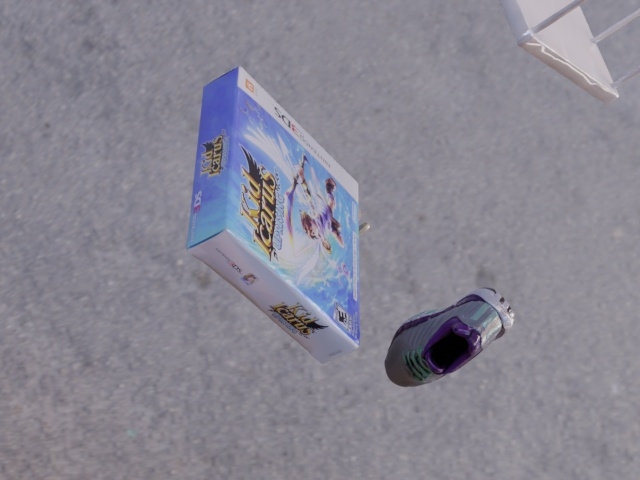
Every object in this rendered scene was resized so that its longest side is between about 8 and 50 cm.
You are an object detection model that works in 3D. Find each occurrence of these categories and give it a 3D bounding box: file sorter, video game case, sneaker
[{"bbox_3d":[0.283,-0.327,1.368,0.193,0.173,0.277,21,44,-49],"label":"file sorter"},{"bbox_3d":[-0.045,-0.032,1.485,0.244,0.061,0.269,42,33,-36],"label":"video game case"},{"bbox_3d":[0.129,0.131,1.529,0.083,0.224,0.098,50,47,2],"label":"sneaker"}]

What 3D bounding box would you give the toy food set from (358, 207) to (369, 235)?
[{"bbox_3d":[0.000,0.000,1.701,0.132,0.192,0.038,-35,113,-3],"label":"toy food set"}]
